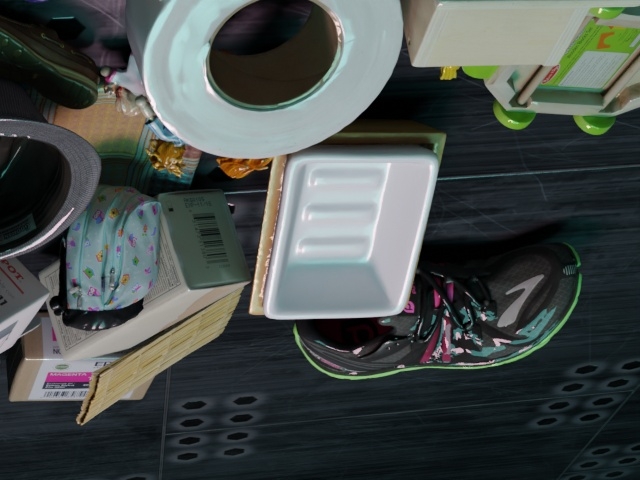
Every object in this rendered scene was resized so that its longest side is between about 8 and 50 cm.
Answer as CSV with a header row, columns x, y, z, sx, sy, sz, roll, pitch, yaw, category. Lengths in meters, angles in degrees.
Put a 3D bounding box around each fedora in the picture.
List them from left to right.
x,y,z,sx,sy,sz,roll,pitch,yaw,category
-0.387,-0.094,1.679,0.244,0.124,0.275,1,142,-26,fedora

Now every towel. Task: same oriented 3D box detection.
x,y,z,sx,sy,sz,roll,pitch,yaw,category
-0.325,-0.125,1.830,0.370,0.040,0.271,-1,154,-16,towel

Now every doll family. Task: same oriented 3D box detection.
x,y,z,sx,sy,sz,roll,pitch,yaw,category
-0.128,-0.148,1.711,0.263,0.118,0.163,10,130,-31,doll family

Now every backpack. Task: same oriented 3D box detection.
x,y,z,sx,sy,sz,roll,pitch,yaw,category
-0.273,0.016,1.889,0.115,0.182,0.152,9,-166,13,backpack

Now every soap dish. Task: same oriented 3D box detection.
x,y,z,sx,sy,sz,roll,pitch,yaw,category
0.027,-0.034,1.938,0.229,0.118,0.290,-1,126,-17,soap dish

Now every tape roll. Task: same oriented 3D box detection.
x,y,z,sx,sy,sz,roll,pitch,yaw,category
-0.061,-0.225,1.539,0.286,0.100,0.286,-11,136,-11,tape roll

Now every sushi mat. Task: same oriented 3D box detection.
x,y,z,sx,sy,sz,roll,pitch,yaw,category
-0.248,0.174,2.277,0.316,0.019,0.151,-32,159,-41,sushi mat

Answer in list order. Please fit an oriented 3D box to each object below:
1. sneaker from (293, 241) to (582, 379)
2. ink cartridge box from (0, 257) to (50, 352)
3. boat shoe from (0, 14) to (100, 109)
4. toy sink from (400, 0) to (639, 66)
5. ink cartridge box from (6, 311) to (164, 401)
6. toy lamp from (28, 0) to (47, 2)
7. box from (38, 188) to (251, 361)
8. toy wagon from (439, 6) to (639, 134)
x,y,z,sx,sy,sz,roll,pitch,yaw,category
0.182,0.113,2.314,0.483,0.185,0.202,-17,157,14,sneaker
-0.481,0.064,1.771,0.119,0.207,0.353,-49,173,31,ink cartridge box
-0.325,-0.212,1.632,0.178,0.060,0.064,30,139,-33,boat shoe
0.208,-0.280,1.560,0.234,0.152,0.131,-4,154,-13,toy sink
-0.389,0.192,2.399,0.235,0.088,0.193,1,153,-19,ink cartridge box
-0.222,-0.275,1.428,0.275,0.080,0.080,3,163,32,toy lamp
-0.253,0.052,2.049,0.121,0.148,0.311,-7,165,-46,box
0.306,-0.231,1.787,0.344,0.068,0.267,2,152,-20,toy wagon
